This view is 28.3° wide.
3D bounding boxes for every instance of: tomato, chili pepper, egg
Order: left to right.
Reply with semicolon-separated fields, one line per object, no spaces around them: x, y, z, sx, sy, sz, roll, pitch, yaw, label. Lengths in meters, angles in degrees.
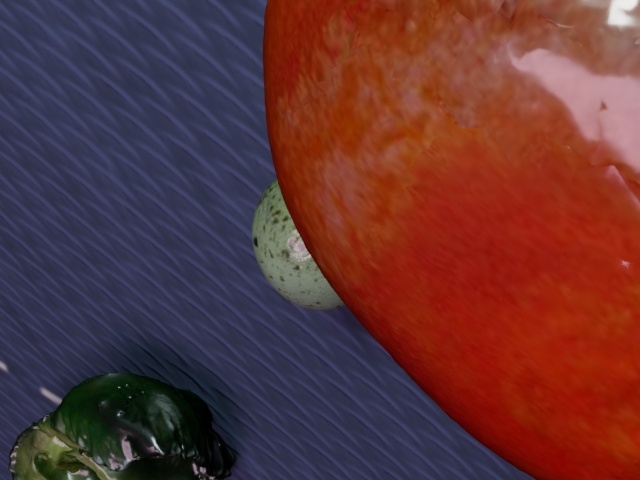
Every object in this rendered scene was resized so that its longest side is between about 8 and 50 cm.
-0.171;0.183;1.097;0.148;0.116;0.264;51;140;5;chili pepper
0.000;0.000;0.800;0.085;0.085;0.110;19;142;23;egg
0.147;-0.059;0.491;0.325;0.293;0.290;37;155;-4;tomato
